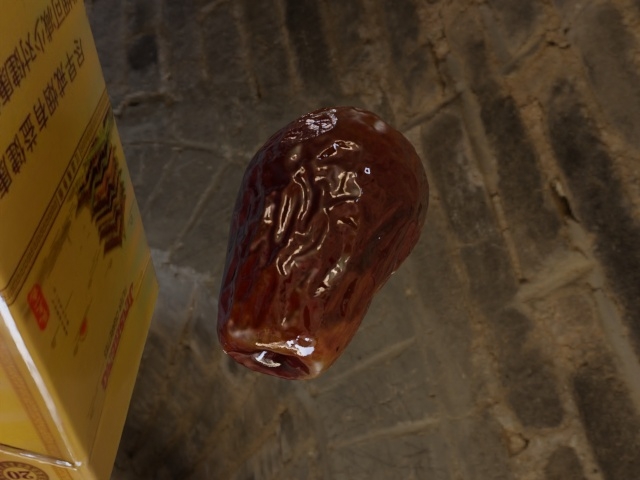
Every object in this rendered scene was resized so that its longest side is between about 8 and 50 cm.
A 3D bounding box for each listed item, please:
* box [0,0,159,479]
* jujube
[{"bbox_3d":[-0.160,-0.008,0.366,0.174,0.076,0.274,-87,176,-48],"label":"box"},{"bbox_3d":[0.000,0.000,0.625,0.190,0.190,0.255,126,-15,-57],"label":"jujube"}]
